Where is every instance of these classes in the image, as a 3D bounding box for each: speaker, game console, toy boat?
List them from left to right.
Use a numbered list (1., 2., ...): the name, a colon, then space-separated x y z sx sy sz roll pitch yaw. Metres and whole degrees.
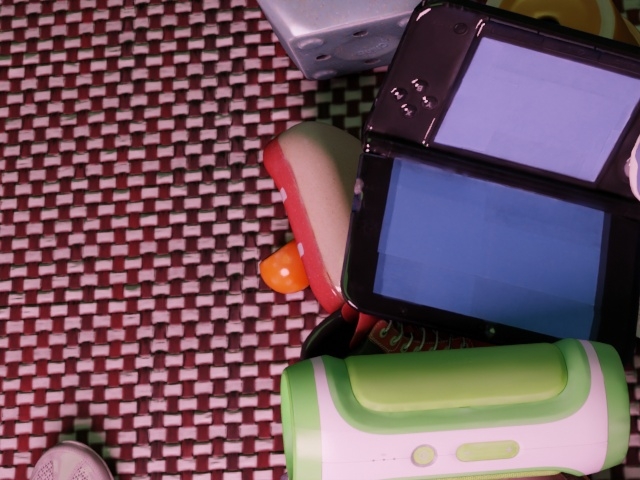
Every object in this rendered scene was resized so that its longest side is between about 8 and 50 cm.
1. toy boat: 0.000 0.000 1.845 0.151 0.151 0.231 -32 63 29
2. speaker: 0.117 0.156 1.647 0.296 0.131 0.131 -3 67 -6
3. game console: 0.189 -0.050 1.682 0.293 0.250 0.173 13 39 -13

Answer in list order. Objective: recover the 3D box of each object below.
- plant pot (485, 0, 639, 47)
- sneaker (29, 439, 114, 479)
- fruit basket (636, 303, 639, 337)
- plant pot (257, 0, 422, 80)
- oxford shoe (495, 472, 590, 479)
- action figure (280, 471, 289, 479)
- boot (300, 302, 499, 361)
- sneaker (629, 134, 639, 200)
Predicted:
1. plant pot: 0.229 -0.172 1.823 0.205 0.188 0.205 -4 68 10
2. sneaker: -0.257 0.323 1.762 0.105 0.115 0.281 2 69 12
3. fruit basket: 0.486 0.018 1.742 0.353 0.165 0.327 26 75 35
4. plant pot: 0.027 -0.310 1.898 0.247 0.247 0.252 -12 76 6
5. oxford shoe: 0.211 0.277 1.658 0.130 0.133 0.364 -29 51 0
6. action figure: 0.029 0.363 1.665 0.341 0.178 0.330 37 89 22
7. boot: 0.106 0.089 1.747 0.244 0.176 0.088 -27 51 -2
8. sneaker: 0.438 -0.118 1.626 0.315 0.127 0.182 -48 45 -7
